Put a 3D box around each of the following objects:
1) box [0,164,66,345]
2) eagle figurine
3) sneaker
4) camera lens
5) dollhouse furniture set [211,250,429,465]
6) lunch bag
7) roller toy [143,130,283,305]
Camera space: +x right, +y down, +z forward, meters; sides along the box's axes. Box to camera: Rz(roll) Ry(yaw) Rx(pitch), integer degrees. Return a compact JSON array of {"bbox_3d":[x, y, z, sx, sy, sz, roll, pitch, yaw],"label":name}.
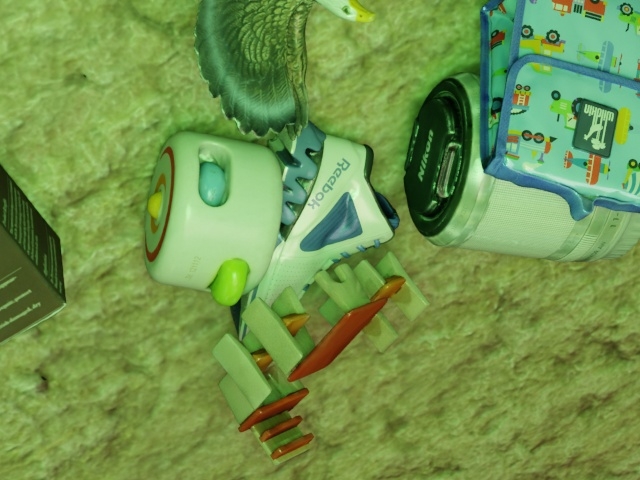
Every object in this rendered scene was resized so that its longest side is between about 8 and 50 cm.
[{"bbox_3d":[-0.431,0.010,1.620,0.167,0.168,0.203,-30,121,5],"label":"box"},{"bbox_3d":[-0.039,-0.273,1.522,0.226,0.225,0.298,21,105,-35],"label":"eagle figurine"},{"bbox_3d":[0.000,-0.001,1.746,0.182,0.127,0.315,11,114,-17],"label":"sneaker"},{"bbox_3d":[0.258,-0.089,1.705,0.274,0.219,0.219,7,117,-18],"label":"camera lens"},{"bbox_3d":[-0.008,0.156,1.710,0.262,0.135,0.259,-18,155,-48],"label":"dollhouse furniture set"},{"bbox_3d":[0.300,-0.154,1.564,0.221,0.293,0.138,14,153,-12],"label":"lunch bag"},{"bbox_3d":[-0.141,-0.034,1.656,0.146,0.209,0.191,9,101,-18],"label":"roller toy"}]
